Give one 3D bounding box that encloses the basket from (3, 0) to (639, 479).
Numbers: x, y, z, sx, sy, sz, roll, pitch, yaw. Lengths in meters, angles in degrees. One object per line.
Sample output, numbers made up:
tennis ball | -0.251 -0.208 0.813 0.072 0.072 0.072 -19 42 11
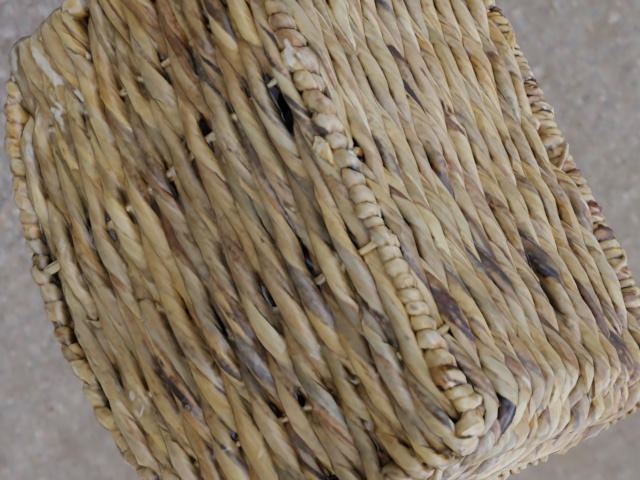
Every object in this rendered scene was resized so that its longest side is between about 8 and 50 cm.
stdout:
basket | 0.000 0.000 0.819 0.213 0.299 0.223 -34 165 32
